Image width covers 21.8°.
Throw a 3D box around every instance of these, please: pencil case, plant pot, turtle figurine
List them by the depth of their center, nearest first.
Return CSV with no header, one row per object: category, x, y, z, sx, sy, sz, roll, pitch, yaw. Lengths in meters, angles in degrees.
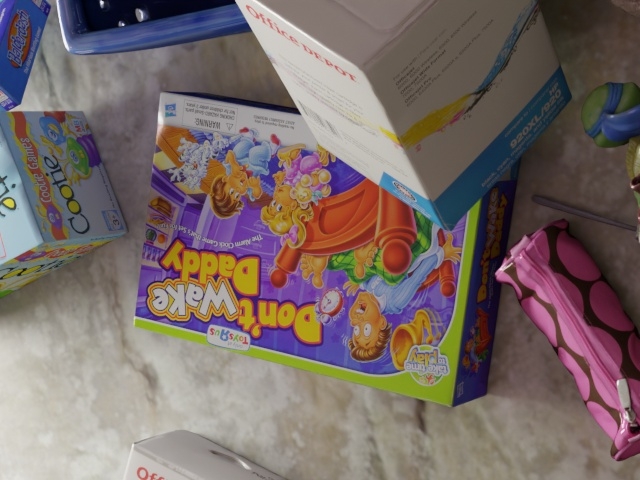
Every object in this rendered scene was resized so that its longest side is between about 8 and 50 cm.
turtle figurine,0.338,-0.066,1.343,0.266,0.275,0.198,31,85,4
pencil case,0.229,0.082,1.415,0.095,0.098,0.209,-41,73,25
plant pot,-0.092,-0.295,1.505,0.236,0.212,0.236,-6,91,30

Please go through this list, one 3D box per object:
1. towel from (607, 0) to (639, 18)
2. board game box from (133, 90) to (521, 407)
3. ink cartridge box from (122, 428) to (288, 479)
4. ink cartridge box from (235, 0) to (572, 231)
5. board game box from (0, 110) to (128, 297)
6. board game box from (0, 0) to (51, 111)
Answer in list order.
towel,0.262,-0.254,1.331,0.282,0.187,0.049,30,143,24
board game box,0.000,0.000,1.550,0.347,0.078,0.233,11,99,28
ink cartridge box,-0.128,0.317,1.637,0.158,0.092,0.218,22,102,26
ink cartridge box,0.070,-0.163,1.356,0.168,0.233,0.171,-46,54,-10
board game box,-0.362,-0.015,1.716,0.275,0.142,0.144,-25,82,29
board game box,-0.382,-0.162,1.719,0.210,0.047,0.160,-26,37,28
